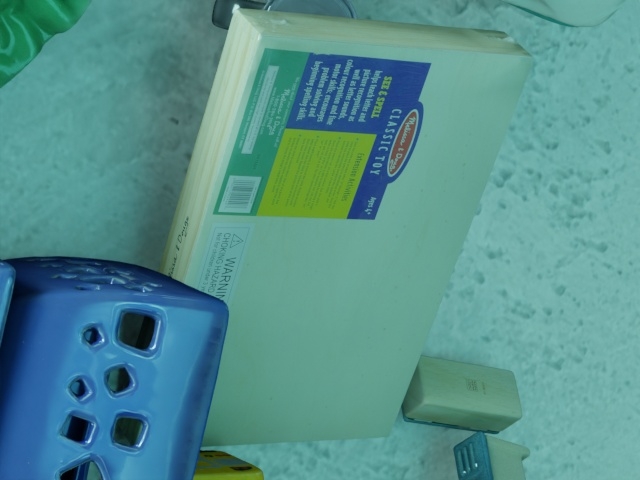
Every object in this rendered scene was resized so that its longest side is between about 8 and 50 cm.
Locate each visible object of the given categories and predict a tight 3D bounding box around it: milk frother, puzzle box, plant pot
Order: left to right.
[{"bbox_3d":[-0.230,0.123,1.487,0.212,0.236,0.236,14,90,-27],"label":"plant pot"},{"bbox_3d":[-0.028,-0.151,1.623,0.129,0.135,0.143,-6,97,2],"label":"milk frother"},{"bbox_3d":[0.000,0.000,1.615,0.272,0.052,0.409,2,121,-31],"label":"puzzle box"}]

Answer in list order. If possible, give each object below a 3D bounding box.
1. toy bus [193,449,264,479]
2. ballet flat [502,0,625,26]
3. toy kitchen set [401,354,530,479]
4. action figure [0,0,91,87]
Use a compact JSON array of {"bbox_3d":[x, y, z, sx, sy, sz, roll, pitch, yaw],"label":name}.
[{"bbox_3d":[-0.130,0.351,1.636,0.108,0.130,0.333,2,96,-32],"label":"toy bus"},{"bbox_3d":[0.114,-0.275,1.575,0.400,0.139,0.139,8,93,-30],"label":"ballet flat"},{"bbox_3d":[0.110,0.244,1.811,0.122,0.166,0.207,13,54,-33],"label":"toy kitchen set"},{"bbox_3d":[-0.301,-0.234,1.485,0.137,0.063,0.232,-47,122,-15],"label":"action figure"}]
